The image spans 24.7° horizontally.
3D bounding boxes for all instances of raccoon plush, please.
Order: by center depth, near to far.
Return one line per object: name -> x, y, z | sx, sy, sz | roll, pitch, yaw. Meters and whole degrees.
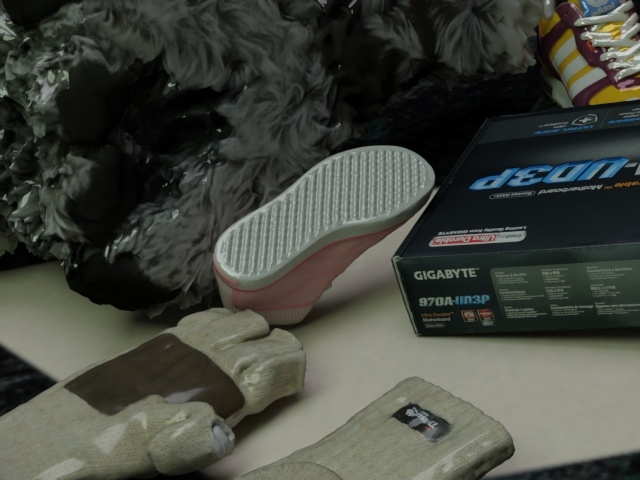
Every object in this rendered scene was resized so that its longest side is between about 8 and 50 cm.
raccoon plush -> -0.107, -0.077, 0.939 | 0.446, 0.216, 0.299 | -5, 6, -40

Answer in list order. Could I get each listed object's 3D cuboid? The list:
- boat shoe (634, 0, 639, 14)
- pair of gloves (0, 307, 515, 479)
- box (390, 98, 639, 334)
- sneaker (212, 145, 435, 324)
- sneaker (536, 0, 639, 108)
boat shoe -> 0.253, -0.178, 1.021 | 0.109, 0.089, 0.258 | -15, 28, -7
pair of gloves -> -0.059, 0.108, 0.653 | 0.204, 0.042, 0.240 | -31, 31, -31
box -> 0.170, -0.019, 0.772 | 0.220, 0.051, 0.175 | -4, 28, 29
sneaker -> 0.000, 0.000, 0.790 | 0.134, 0.070, 0.051 | -29, 64, -21
sneaker -> 0.186, -0.119, 0.941 | 0.069, 0.084, 0.185 | -18, 28, -12
